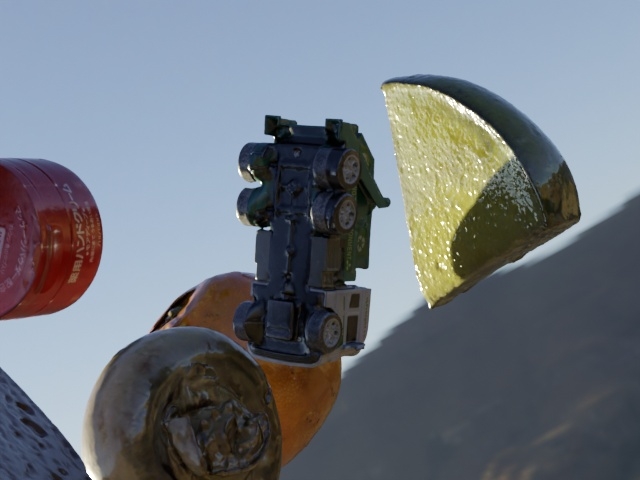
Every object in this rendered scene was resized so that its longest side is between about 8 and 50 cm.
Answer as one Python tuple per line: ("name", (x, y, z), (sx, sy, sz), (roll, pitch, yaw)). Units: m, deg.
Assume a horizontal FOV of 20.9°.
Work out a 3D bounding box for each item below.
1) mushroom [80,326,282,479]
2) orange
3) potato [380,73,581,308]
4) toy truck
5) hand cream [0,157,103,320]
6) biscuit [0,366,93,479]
("mushroom", (-0.123, 0.194, 1.682), (0.178, 0.227, 0.226), (-17, -1, 37))
("orange", (-0.092, 0.150, 1.969), (0.240, 0.240, 0.240), (-27, -9, -5))
("potato", (0.197, -0.049, 1.840), (0.112, 0.269, 0.255), (-22, 19, -28))
("toy truck", (0.000, 0.000, 1.534), (0.110, 0.216, 0.116), (5, 4, 36))
("hand cream", (-0.356, -0.002, 1.994), (0.193, 0.193, 0.125), (-33, -12, 27))
("biscuit", (-0.306, 0.117, 1.230), (0.074, 0.359, 0.381), (-50, -17, 8))
